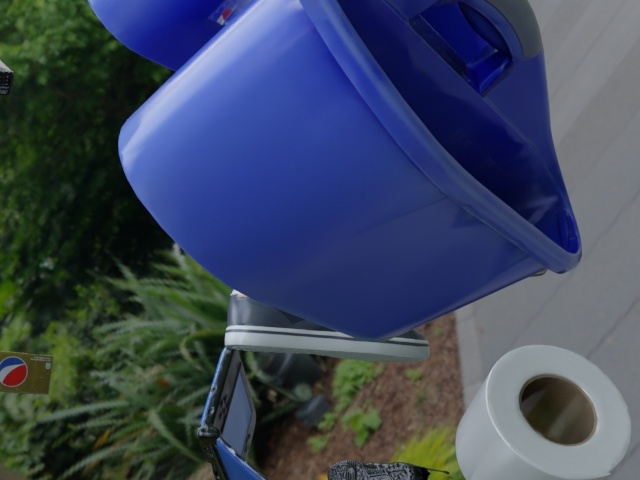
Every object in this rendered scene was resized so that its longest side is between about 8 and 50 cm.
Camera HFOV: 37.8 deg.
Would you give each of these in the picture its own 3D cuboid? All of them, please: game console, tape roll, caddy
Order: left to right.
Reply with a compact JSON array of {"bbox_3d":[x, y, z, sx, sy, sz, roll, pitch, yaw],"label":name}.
[{"bbox_3d":[-0.094,0.358,1.573,0.293,0.173,0.250,84,-164,-54],"label":"game console"},{"bbox_3d":[0.035,-0.087,0.524,0.179,0.341,0.241,-31,60,22],"label":"caddy"},{"bbox_3d":[0.362,0.318,1.540,0.169,0.246,0.246,108,-175,-49],"label":"tape roll"}]

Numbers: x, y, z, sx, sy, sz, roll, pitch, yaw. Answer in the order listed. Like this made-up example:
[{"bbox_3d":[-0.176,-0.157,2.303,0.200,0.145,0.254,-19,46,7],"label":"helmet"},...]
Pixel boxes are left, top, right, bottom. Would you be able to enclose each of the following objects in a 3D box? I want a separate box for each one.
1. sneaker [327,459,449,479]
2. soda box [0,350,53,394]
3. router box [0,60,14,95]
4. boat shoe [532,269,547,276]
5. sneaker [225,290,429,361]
[{"bbox_3d":[0.103,0.360,1.414,0.089,0.170,0.051,33,-126,-60],"label":"sneaker"},{"bbox_3d":[-0.504,0.197,1.417,0.058,0.181,0.061,-14,69,60],"label":"soda box"},{"bbox_3d":[-0.513,-0.241,1.329,0.092,0.122,0.038,41,123,40],"label":"router box"},{"bbox_3d":[0.292,0.034,1.503,0.056,0.152,0.049,-65,-28,-28],"label":"boat shoe"},{"bbox_3d":[0.021,0.108,1.363,0.126,0.321,0.128,-21,62,60],"label":"sneaker"}]
